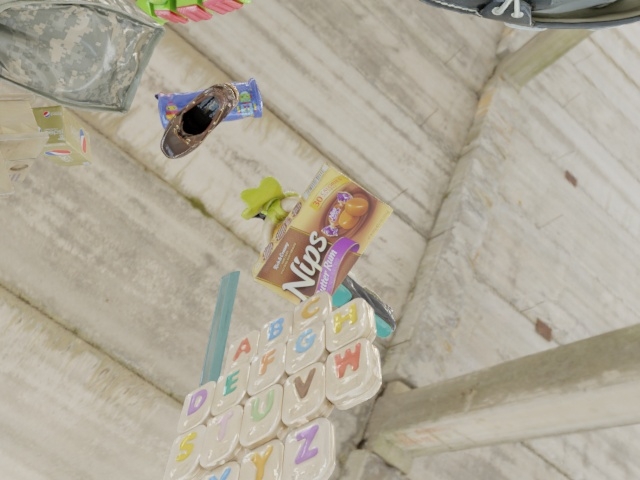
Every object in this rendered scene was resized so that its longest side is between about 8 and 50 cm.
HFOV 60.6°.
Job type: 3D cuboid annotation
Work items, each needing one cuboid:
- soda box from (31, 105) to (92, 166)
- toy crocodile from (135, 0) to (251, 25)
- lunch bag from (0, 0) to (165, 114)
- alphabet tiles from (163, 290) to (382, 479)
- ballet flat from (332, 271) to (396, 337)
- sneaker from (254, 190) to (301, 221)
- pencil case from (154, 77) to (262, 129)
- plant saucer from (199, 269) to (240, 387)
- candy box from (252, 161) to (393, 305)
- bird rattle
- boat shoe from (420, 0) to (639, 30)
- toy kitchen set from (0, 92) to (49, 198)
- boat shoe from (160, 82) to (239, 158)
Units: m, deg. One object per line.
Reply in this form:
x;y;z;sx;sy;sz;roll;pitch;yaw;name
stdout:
-0.439;-0.173;0.927;0.058;0.181;0.061;-7;-92;-11;soda box
-0.240;-0.483;1.083;0.115;0.340;0.105;-5;-86;-62;toy crocodile
-0.379;-0.284;0.658;0.235;0.169;0.287;35;-162;11;lunch bag
-0.059;0.171;0.615;0.021;0.284;0.278;49;-160;-24;alphabet tiles
0.060;0.102;1.024;0.203;0.074;0.074;37;-128;-10;ballet flat
-0.117;-0.080;1.376;0.075;0.170;0.063;-44;-55;-47;sneaker
-0.323;-0.395;1.603;0.305;0.133;0.120;-11;-79;-6;pencil case
-0.159;0.142;0.858;0.018;0.067;0.192;14;-105;-21;plant saucer
0.000;0.000;0.757;0.109;0.053;0.187;33;-83;-17;candy box
-0.046;-0.033;1.192;0.143;0.253;0.207;-4;-74;-63;bird rattle
0.215;-0.269;0.546;0.302;0.114;0.091;-9;-125;-13;boat shoe
-0.226;-0.046;0.351;0.083;0.075;0.068;-16;-98;-44;toy kitchen set
-0.238;-0.217;1.017;0.073;0.207;0.073;45;-147;-12;boat shoe
